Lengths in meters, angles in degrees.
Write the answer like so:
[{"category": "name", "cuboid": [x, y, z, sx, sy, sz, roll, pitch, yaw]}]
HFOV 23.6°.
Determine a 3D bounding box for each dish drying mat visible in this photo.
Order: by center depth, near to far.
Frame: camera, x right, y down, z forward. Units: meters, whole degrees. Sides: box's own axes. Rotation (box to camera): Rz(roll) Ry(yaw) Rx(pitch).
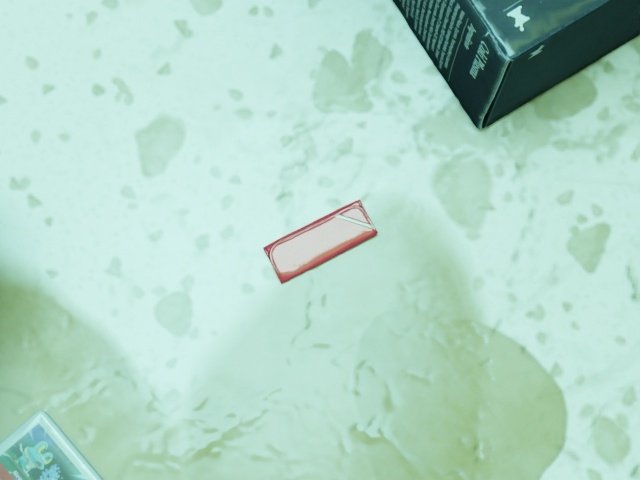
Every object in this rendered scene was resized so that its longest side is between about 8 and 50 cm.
[{"category": "dish drying mat", "cuboid": [0.000, 0.000, 1.168, 0.083, 0.008, 0.032, -27, 81, -6]}]

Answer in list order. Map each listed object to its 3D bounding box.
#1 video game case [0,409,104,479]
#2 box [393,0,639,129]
[{"category": "video game case", "cuboid": [-0.208, 0.257, 1.107, 0.183, 0.023, 0.201, -41, 81, -8]}, {"category": "box", "cuboid": [0.183, -0.313, 1.146, 0.343, 0.179, 0.312, -31, 79, -6]}]
